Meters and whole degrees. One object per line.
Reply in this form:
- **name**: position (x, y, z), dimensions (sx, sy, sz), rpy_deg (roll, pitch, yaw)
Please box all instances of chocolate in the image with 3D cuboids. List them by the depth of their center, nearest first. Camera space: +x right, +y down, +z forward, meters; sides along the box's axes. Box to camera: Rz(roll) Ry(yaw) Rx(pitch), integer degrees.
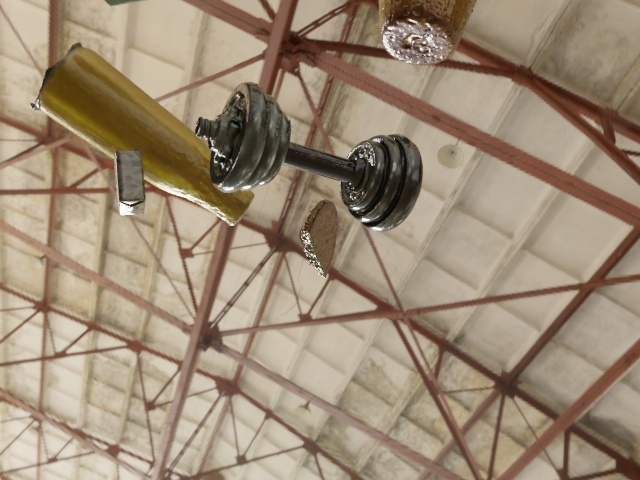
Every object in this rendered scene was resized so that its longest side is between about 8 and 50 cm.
- **chocolate**: position (-0.334, -0.183, 1.163), dimensions (0.445, 0.162, 0.162), rpy_deg (38, -52, -11)

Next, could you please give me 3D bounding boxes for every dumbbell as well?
- **dumbbell**: position (-0.006, -0.129, 0.963), dimensions (0.407, 0.179, 0.179), rpy_deg (12, -46, -27)

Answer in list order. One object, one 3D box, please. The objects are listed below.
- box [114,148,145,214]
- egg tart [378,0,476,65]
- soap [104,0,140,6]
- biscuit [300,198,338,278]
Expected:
- **box**: position (-0.312, -0.095, 0.957), dimensions (0.062, 0.045, 0.098), rpy_deg (133, -51, -63)
- **egg tart**: position (0.193, -0.439, 1.121), dimensions (0.203, 0.147, 0.202), rpy_deg (14, -19, 5)
- **soap**: position (-0.299, -0.485, 1.012), dimensions (0.198, 0.066, 0.118), rpy_deg (-12, -95, -5)
- **biscuit**: position (0.003, -0.013, 1.152), dimensions (0.025, 0.125, 0.206), rpy_deg (14, -25, 17)
